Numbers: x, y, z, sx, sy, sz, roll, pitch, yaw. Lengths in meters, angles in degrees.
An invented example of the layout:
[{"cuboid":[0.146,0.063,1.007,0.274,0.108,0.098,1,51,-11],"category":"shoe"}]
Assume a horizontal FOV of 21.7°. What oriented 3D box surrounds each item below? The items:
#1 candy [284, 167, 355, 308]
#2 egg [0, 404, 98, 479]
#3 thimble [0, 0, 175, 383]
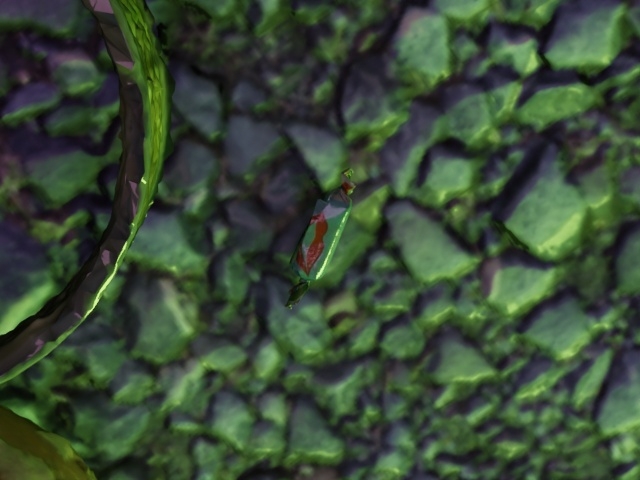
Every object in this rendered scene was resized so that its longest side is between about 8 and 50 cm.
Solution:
[{"cuboid":[-0.001,0.000,0.901,0.020,0.030,0.083,23,103,-1],"category":"candy"},{"cuboid":[-0.212,0.166,0.837,0.233,0.195,0.195,8,102,-10],"category":"egg"},{"cuboid":[-0.207,-0.056,0.805,0.271,0.150,0.271,-1,100,-3],"category":"thimble"}]
